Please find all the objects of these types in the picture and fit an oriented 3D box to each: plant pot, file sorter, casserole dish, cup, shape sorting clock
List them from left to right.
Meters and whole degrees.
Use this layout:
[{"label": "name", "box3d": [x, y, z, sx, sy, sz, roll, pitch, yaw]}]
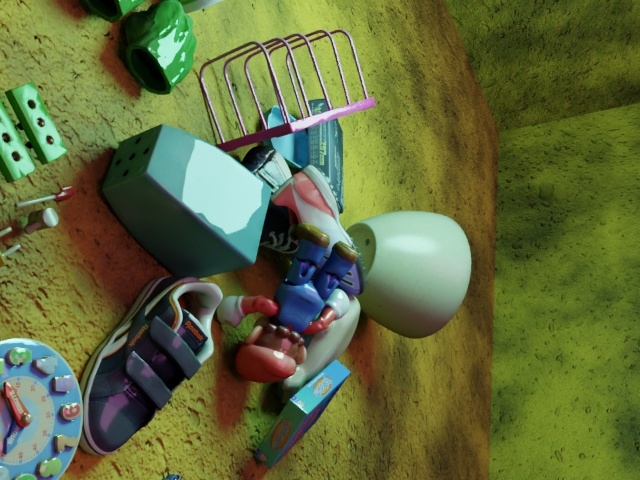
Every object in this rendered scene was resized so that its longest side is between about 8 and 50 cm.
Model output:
[{"label": "shape sorting clock", "box3d": [-0.381, 0.227, 0.908, 0.206, 0.040, 0.206, 21, 64, -53]}, {"label": "plant pot", "box3d": [-0.229, -0.070, 1.186, 0.234, 0.165, 0.166, 42, 46, -39]}, {"label": "casserole dish", "box3d": [-0.082, -0.232, 1.640, 0.188, 0.037, 0.114, 29, 57, -58]}, {"label": "file sorter", "box3d": [-0.068, -0.313, 1.456, 0.290, 0.202, 0.182, -28, 105, -48]}, {"label": "cup", "box3d": [0.173, 0.064, 1.798, 0.236, 0.331, 0.331, 16, 65, -34]}]

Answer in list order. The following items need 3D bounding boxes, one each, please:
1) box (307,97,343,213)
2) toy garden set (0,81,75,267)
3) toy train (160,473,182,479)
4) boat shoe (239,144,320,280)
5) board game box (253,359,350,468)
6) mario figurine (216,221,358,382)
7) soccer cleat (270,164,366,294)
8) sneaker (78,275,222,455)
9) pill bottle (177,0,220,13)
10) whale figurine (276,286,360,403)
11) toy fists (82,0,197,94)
[{"label": "box", "box3d": [0.014, -0.200, 1.741, 0.183, 0.059, 0.233, 55, 33, -68]}, {"label": "toy garden set", "box3d": [-0.423, -0.072, 0.927, 0.244, 0.049, 0.204, -52, 125, -56]}, {"label": "toy train", "box3d": [-0.260, 0.422, 1.112, 0.036, 0.027, 0.158, 58, 34, -19]}, {"label": "boat shoe", "box3d": [-0.089, -0.016, 1.491, 0.341, 0.127, 0.158, 59, 40, -22]}, {"label": "board game box", "box3d": [-0.033, 0.345, 1.442, 0.047, 0.160, 0.210, 38, 26, 14]}, {"label": "mario figurine", "box3d": [-0.067, 0.124, 1.378, 0.321, 0.198, 0.170, -59, 165, 3]}, {"label": "soccer cleat", "box3d": [0.000, 0.000, 1.448, 0.108, 0.116, 0.318, 44, -18, 53]}, {"label": "sneaker", "box3d": [-0.253, 0.175, 1.093, 0.126, 0.127, 0.321, 60, 36, -37]}, {"label": "pill bottle", "box3d": [-0.245, -0.558, 1.315, 0.246, 0.136, 0.136, 68, 30, -23]}, {"label": "whale figurine", "box3d": [-0.028, 0.211, 1.529, 0.272, 0.141, 0.216, -51, 162, -29]}, {"label": "toy fists", "box3d": [-0.303, -0.387, 1.204, 0.279, 0.096, 0.142, 59, 44, -38]}]
